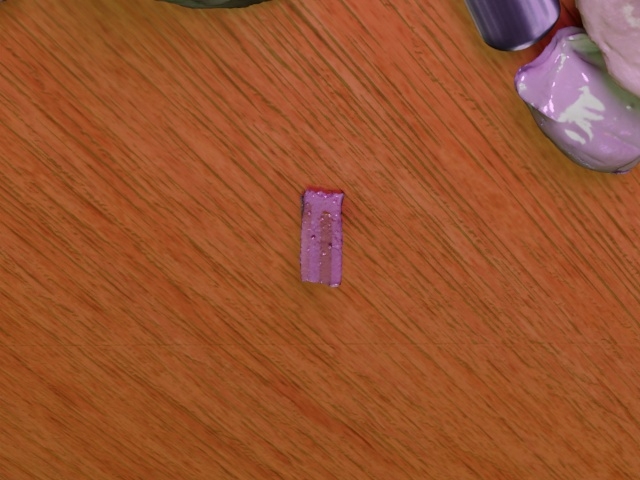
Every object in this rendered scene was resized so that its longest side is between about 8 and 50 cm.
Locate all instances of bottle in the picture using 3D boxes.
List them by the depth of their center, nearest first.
[{"bbox_3d":[0.126,-0.278,0.957,0.096,0.079,0.254,-11,132,28],"label":"bottle"}]

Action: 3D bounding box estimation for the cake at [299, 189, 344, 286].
[{"bbox_3d":[0.000,0.000,1.217,0.052,0.121,0.065,4,127,-1],"label":"cake"}]

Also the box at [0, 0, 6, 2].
[{"bbox_3d":[-0.339,-0.267,1.032,0.111,0.111,0.177,38,127,-25],"label":"box"}]

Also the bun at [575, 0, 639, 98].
[{"bbox_3d":[0.315,-0.219,0.935,0.229,0.145,0.229,-3,98,-20],"label":"bun"}]

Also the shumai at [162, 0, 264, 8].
[{"bbox_3d":[-0.118,-0.264,0.885,0.309,0.263,0.304,-5,131,14],"label":"shumai"}]

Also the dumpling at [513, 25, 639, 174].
[{"bbox_3d":[0.267,-0.138,1.052,0.199,0.118,0.136,23,117,-39],"label":"dumpling"}]
